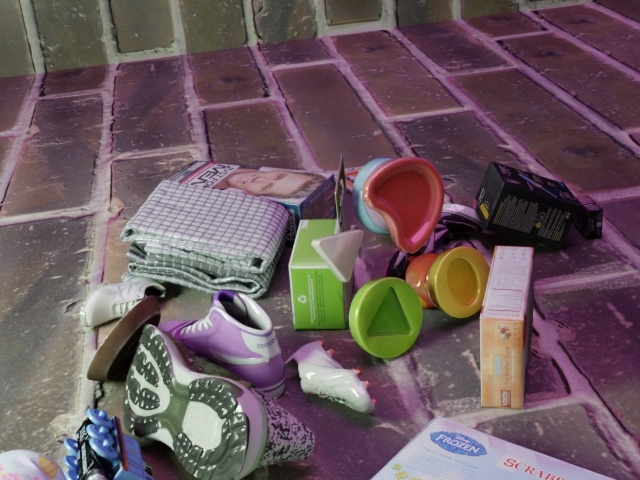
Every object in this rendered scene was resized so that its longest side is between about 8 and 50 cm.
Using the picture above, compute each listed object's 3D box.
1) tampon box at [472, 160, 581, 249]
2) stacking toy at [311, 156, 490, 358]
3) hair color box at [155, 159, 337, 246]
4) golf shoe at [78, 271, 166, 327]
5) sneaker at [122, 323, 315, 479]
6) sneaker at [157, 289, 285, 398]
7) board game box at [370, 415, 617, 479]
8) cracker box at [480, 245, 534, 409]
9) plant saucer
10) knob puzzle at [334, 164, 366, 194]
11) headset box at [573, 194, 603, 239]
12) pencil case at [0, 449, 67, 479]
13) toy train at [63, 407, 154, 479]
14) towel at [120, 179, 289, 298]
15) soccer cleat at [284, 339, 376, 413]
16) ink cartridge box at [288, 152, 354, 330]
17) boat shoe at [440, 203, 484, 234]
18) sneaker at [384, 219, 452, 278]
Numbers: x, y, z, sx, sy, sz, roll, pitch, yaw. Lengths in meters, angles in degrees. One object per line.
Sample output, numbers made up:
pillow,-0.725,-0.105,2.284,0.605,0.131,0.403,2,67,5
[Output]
tampon box,0.392,-0.067,1.889,0.161,0.101,0.120,15,23,-10
stacking toy,0.108,0.030,1.634,0.279,0.309,0.130,-36,20,-24
hair color box,-0.157,-0.083,2.092,0.347,0.105,0.174,8,29,24
golf shoe,-0.355,0.109,1.780,0.086,0.069,0.176,19,35,30
sneaker,-0.155,0.243,1.431,0.182,0.158,0.410,17,5,-36
sneaker,-0.169,0.137,1.572,0.282,0.161,0.102,13,33,36
board game box,0.187,0.356,1.148,0.319,0.065,0.318,15,33,37
cracker box,0.288,0.127,1.502,0.067,0.155,0.232,3,27,15
plant saucer,-0.308,0.163,1.577,0.029,0.168,0.168,37,36,6
knob puzzle,0.145,-0.148,2.252,0.213,0.030,0.213,-5,25,2
headset box,0.522,-0.047,1.927,0.032,0.062,0.083,-8,26,-7
pencil case,-0.385,0.370,1.179,0.124,0.113,0.273,-9,25,2
toy train,-0.286,0.298,1.328,0.080,0.105,0.184,-53,20,1
towel,-0.215,0.003,1.879,0.284,0.121,0.235,10,28,5
soccer cleat,0.015,0.217,1.488,0.076,0.068,0.196,-31,32,-16
ink cartridge box,0.000,0.000,1.710,0.097,0.255,0.189,-2,25,7
boat shoe,0.220,-0.031,1.959,0.219,0.077,0.070,8,60,10
sneaker,0.194,0.019,1.851,0.077,0.072,0.178,41,58,3
